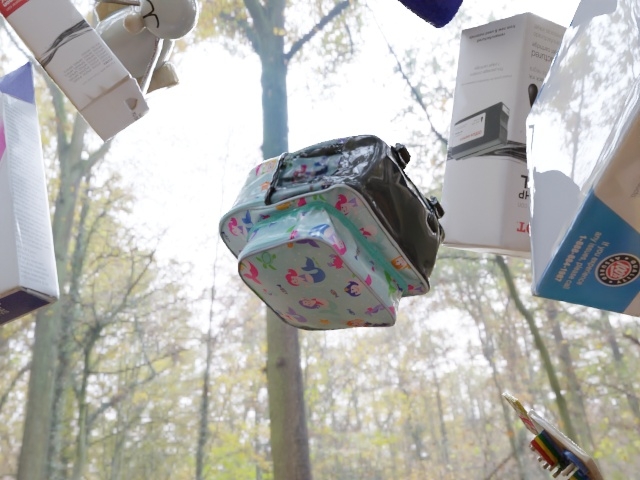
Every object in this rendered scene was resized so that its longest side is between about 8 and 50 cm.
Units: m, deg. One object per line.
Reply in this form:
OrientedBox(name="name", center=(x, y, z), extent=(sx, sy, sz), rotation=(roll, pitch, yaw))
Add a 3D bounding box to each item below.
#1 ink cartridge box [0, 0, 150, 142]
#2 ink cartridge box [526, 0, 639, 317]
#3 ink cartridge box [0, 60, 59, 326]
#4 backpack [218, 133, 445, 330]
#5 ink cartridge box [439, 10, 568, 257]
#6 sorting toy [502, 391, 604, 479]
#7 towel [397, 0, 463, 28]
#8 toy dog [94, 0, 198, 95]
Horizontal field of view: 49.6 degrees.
OrientedBox(name="ink cartridge box", center=(-0.224, -0.166, 0.625), extent=(0.056, 0.135, 0.099), rotation=(-39, -4, -9))
OrientedBox(name="ink cartridge box", center=(0.257, -0.057, 0.387), extent=(0.232, 0.168, 0.171), rotation=(12, -42, 2))
OrientedBox(name="ink cartridge box", center=(-0.458, -0.026, 0.772), extent=(0.324, 0.330, 0.071), rotation=(-23, -26, 12))
OrientedBox(name="backpack", center=(0.000, 0.000, 0.870), extent=(0.253, 0.191, 0.225), rotation=(-4, -42, 42))
OrientedBox(name="ink cartridge box", center=(0.385, -0.165, 1.247), extent=(0.285, 0.395, 0.166), rotation=(7, -1, -32))
OrientedBox(name="sorting toy", center=(0.391, 0.357, 1.139), extent=(0.046, 0.274, 0.132), rotation=(-41, -55, -6))
OrientedBox(name="towel", center=(0.157, -0.521, 1.167), extent=(0.308, 0.076, 0.228), rotation=(18, -79, -44))
OrientedBox(name="toy dog", center=(-0.281, -0.286, 0.975), extent=(0.161, 0.220, 0.334), rotation=(-27, -7, -18))
